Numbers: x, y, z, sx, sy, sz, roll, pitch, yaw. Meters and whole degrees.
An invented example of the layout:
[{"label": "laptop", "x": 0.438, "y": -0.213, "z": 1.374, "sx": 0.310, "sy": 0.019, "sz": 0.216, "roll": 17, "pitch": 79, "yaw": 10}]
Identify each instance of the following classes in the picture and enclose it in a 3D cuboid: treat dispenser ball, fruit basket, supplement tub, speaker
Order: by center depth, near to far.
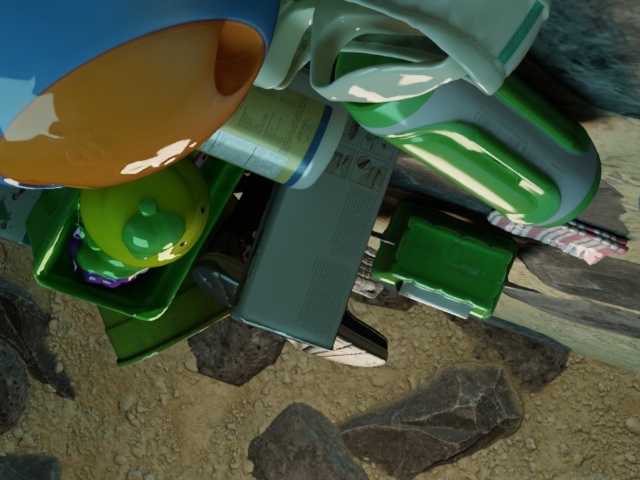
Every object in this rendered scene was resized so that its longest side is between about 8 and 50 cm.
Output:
[{"label": "treat dispenser ball", "x": -0.168, "y": -0.175, "z": 0.582, "sx": 0.288, "sy": 0.288, "sz": 0.288, "roll": 19, "pitch": 173, "yaw": 3}, {"label": "speaker", "x": 0.151, "y": -0.111, "z": 0.866, "sx": 0.296, "sy": 0.131, "sz": 0.131, "roll": 26, "pitch": 170, "yaw": -41}, {"label": "supplement tub", "x": -0.080, "y": -0.157, "z": 1.044, "sx": 0.199, "sy": 0.144, "sz": 0.144, "roll": 22, "pitch": 172, "yaw": -15}, {"label": "fruit basket", "x": -0.242, "y": -0.060, "z": 1.307, "sx": 0.392, "sy": 0.392, "sz": 0.283, "roll": 12, "pitch": 170, "yaw": 43}, {"label": "fruit basket", "x": 0.220, "y": 0.043, "z": 1.676, "sx": 0.327, "sy": 0.165, "sz": 0.353, "roll": 21, "pitch": 177, "yaw": 0}]

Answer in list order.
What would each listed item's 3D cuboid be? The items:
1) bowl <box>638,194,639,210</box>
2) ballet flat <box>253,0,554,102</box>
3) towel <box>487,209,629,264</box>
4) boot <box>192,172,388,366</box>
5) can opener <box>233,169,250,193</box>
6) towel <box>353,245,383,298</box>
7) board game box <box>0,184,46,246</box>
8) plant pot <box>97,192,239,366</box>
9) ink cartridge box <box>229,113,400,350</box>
[{"label": "bowl", "x": 0.501, "y": -0.019, "z": 0.834, "sx": 0.391, "sy": 0.077, "sz": 0.391, "roll": 19, "pitch": 173, "yaw": 2}, {"label": "ballet flat", "x": -0.005, "y": -0.181, "z": 0.734, "sx": 0.400, "sy": 0.139, "sz": 0.139, "roll": 13, "pitch": 170, "yaw": 41}, {"label": "towel", "x": 0.367, "y": -0.011, "z": 1.416, "sx": 0.197, "sy": 0.029, "sz": 0.144, "roll": 19, "pitch": 172, "yaw": 0}, {"label": "boot", "x": -0.009, "y": 0.027, "z": 1.530, "sx": 0.377, "sy": 0.284, "sz": 0.138, "roll": 30, "pitch": 152, "yaw": -21}, {"label": "can opener", "x": -0.163, "y": -0.133, "z": 1.811, "sx": 0.095, "sy": 0.076, "sz": 0.283, "roll": -13, "pitch": -173, "yaw": -26}, {"label": "towel", "x": 0.000, "y": 0.000, "z": 1.854, "sx": 0.235, "sy": 0.121, "sz": 0.283, "roll": 34, "pitch": -173, "yaw": 41}, {"label": "board game box", "x": -0.507, "y": -0.145, "z": 1.600, "sx": 0.097, "sy": 0.303, "sz": 0.224, "roll": 21, "pitch": 173, "yaw": -11}, {"label": "plant pot", "x": -0.293, "y": -0.014, "z": 1.654, "sx": 0.353, "sy": 0.366, "sz": 0.366, "roll": 61, "pitch": 166, "yaw": -4}, {"label": "ink cartridge box", "x": -0.015, "y": -0.017, "z": 1.265, "sx": 0.130, "sy": 0.309, "sz": 0.272, "roll": 20, "pitch": 173, "yaw": -8}]
